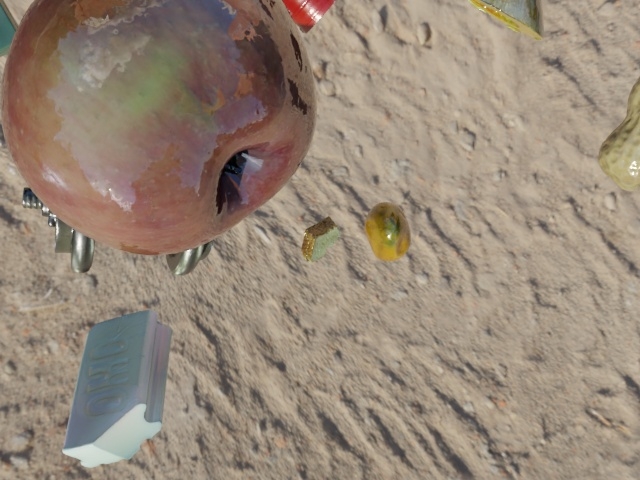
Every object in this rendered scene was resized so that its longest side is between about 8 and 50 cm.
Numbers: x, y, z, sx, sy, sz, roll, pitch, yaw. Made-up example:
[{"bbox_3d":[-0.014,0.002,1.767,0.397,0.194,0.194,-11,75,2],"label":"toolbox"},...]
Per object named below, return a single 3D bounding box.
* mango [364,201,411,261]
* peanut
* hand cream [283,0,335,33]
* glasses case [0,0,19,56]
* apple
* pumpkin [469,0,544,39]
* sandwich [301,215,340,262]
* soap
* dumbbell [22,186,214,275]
[{"bbox_3d":[0.130,-0.022,1.246,0.089,0.165,0.115,-12,63,8],"label":"mango"},{"bbox_3d":[0.628,-0.231,1.163,0.143,0.159,0.291,-1,138,-40],"label":"peanut"},{"bbox_3d":[-0.019,-0.675,1.737,0.125,0.193,0.193,40,86,-14],"label":"hand cream"},{"bbox_3d":[-0.651,-0.452,1.229,0.078,0.039,0.184,-28,100,-1],"label":"glasses case"},{"bbox_3d":[-0.137,-0.131,0.605,0.235,0.306,0.305,40,85,19],"label":"apple"},{"bbox_3d":[0.327,-0.459,1.152,0.217,0.217,0.110,20,108,-15],"label":"pumpkin"},{"bbox_3d":[0.000,0.000,1.410,0.093,0.105,0.036,-26,59,-35],"label":"sandwich"},{"bbox_3d":[-0.412,0.298,1.313,0.173,0.289,0.095,-16,138,13],"label":"soap"},{"bbox_3d":[-0.261,-0.046,0.900,0.290,0.192,0.192,3,95,-23],"label":"dumbbell"}]
